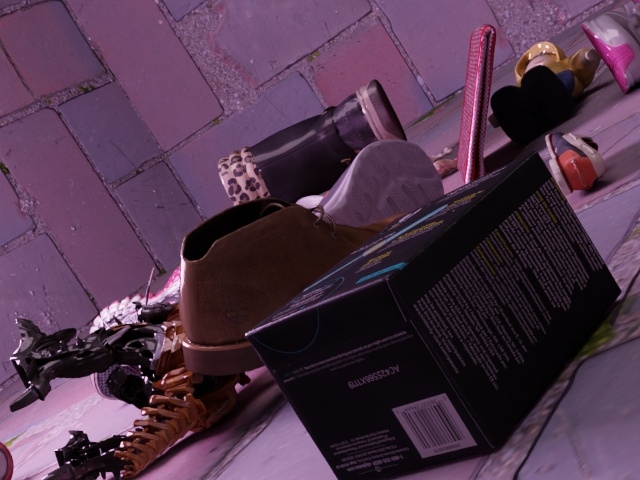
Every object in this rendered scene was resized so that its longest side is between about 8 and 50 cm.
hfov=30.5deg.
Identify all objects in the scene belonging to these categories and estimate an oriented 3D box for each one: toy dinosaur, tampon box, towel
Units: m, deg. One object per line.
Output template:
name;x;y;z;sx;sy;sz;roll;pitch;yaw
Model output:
toy dinosaur;-0.148;0.116;1.035;0.218;0.164;0.322;-17;-7;5
tampon box;0.067;0.042;0.654;0.120;0.101;0.161;-26;8;46
towel;0.205;-0.179;1.523;0.031;0.199;0.275;5;10;4

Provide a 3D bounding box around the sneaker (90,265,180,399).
sneaker;-0.193;0.122;1.396;0.299;0.121;0.112;-38;31;42

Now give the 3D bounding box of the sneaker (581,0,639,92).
sneaker;0.404;-0.263;1.457;0.111;0.103;0.252;-31;6;28

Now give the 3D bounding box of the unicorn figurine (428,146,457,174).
unicorn figurine;0.131;-0.098;1.755;0.111;0.060;0.162;-32;1;-43

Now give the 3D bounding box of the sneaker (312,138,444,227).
sneaker;0.000;0.000;1.285;0.180;0.124;0.321;-26;9;43

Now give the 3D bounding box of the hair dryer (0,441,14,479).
hair dryer;-0.470;0.287;1.362;0.223;0.080;0.293;-16;-8;4

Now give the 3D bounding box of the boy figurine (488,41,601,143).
boy figurine;0.317;-0.220;1.643;0.177;0.092;0.285;-33;8;25

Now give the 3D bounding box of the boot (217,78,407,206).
boot;-0.001;-0.119;1.880;0.284;0.138;0.377;-26;-7;2

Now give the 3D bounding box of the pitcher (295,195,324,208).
pitcher;-0.055;-0.008;1.674;0.207;0.125;0.178;-24;-8;-41

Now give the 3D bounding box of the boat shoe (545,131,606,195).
boat shoe;0.230;-0.074;1.053;0.043;0.049;0.137;-28;9;15

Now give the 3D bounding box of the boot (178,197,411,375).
boot;0.003;0.010;1.009;0.112;0.115;0.305;4;19;43
